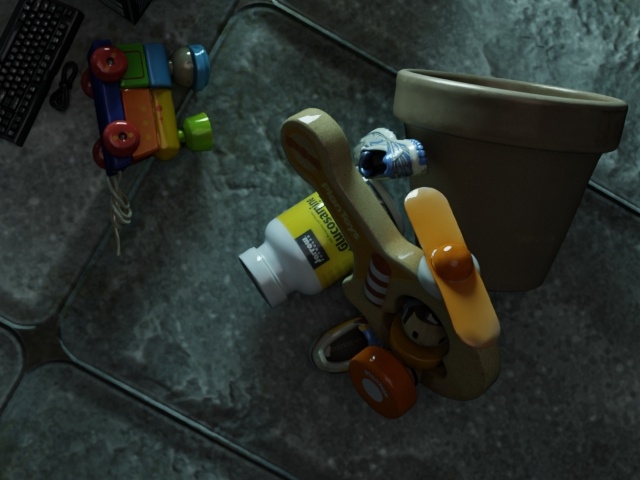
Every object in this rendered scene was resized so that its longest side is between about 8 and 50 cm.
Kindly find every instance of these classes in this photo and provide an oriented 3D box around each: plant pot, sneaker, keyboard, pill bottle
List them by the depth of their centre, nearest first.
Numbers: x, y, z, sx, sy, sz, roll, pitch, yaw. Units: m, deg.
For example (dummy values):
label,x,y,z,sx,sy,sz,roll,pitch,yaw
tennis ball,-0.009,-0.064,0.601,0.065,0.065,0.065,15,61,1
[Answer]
label,x,y,z,sx,sy,sz,roll,pitch,yaw
sneaker,0.063,-0.094,1.194,0.058,0.135,0.052,-16,103,-22
plant pot,0.205,-0.068,1.239,0.263,0.263,0.229,5,102,-6
pill bottle,0.000,0.000,1.264,0.184,0.103,0.103,-34,90,-8
sneaker,0.075,0.110,1.273,0.185,0.084,0.070,-28,89,-7
keyboard,-0.344,-0.203,1.285,0.108,0.023,0.180,24,84,-4

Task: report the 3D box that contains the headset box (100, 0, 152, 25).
label,x,y,z,sx,sy,sz,roll,pitch,yaw
headset box,-0.242,-0.449,1.261,0.246,0.131,0.283,35,82,-3

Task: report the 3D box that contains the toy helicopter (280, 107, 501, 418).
label,x,y,z,sx,sy,sz,roll,pitch,yaw
toy helicopter,0.073,0.014,1.124,0.140,0.235,0.355,-34,93,-25

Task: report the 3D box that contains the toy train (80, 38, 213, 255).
label,x,y,z,sx,sy,sz,roll,pitch,yaw
toy train,-0.191,-0.113,1.262,0.143,0.105,0.248,-9,86,-20
